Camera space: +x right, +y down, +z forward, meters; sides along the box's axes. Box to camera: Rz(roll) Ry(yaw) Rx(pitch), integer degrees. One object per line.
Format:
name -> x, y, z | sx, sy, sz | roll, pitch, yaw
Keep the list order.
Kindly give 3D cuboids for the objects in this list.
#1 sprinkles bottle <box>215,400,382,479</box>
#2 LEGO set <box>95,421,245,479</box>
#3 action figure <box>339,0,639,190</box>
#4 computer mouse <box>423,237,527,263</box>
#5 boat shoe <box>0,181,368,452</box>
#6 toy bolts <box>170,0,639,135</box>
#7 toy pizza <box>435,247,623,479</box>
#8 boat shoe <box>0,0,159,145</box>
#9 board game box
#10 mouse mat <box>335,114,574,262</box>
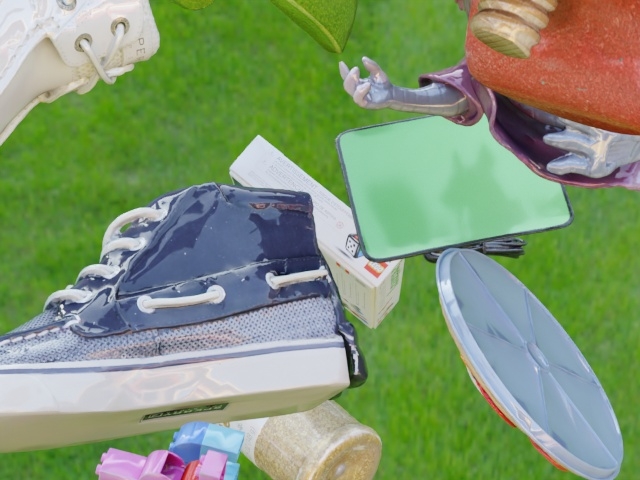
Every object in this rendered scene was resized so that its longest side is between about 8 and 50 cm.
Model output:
sprinkles bottle -> -0.086, 0.172, 1.723 | 0.121, 0.121, 0.355 | -29, 47, -29
LEGO set -> -0.108, 0.181, 0.917 | 0.093, 0.227, 0.087 | 14, 38, 4
action figure -> 0.172, -0.190, 1.125 | 0.276, 0.248, 0.370 | 14, 16, -5
computer mouse -> 0.114, -0.025, 1.863 | 0.184, 0.060, 0.262 | 1, 25, -43
boat shoe -> -0.142, 0.050, 1.023 | 0.341, 0.127, 0.158 | -3, 71, -26
toy bolts -> 0.017, -0.151, 0.410 | 0.229, 0.218, 0.158 | 23, 83, 35
toy pizza -> 0.144, 0.092, 1.066 | 0.032, 0.201, 0.201 | -39, 35, 22
boat shoe -> -0.134, -0.131, 0.831 | 0.096, 0.098, 0.277 | 29, 69, -5
board game box -> 0.000, 0.000, 1.610 | 0.193, 0.305, 0.053 | 39, 83, 8
mouse mat -> 0.117, -0.056, 1.321 | 0.190, 0.007, 0.152 | -10, 54, -3
